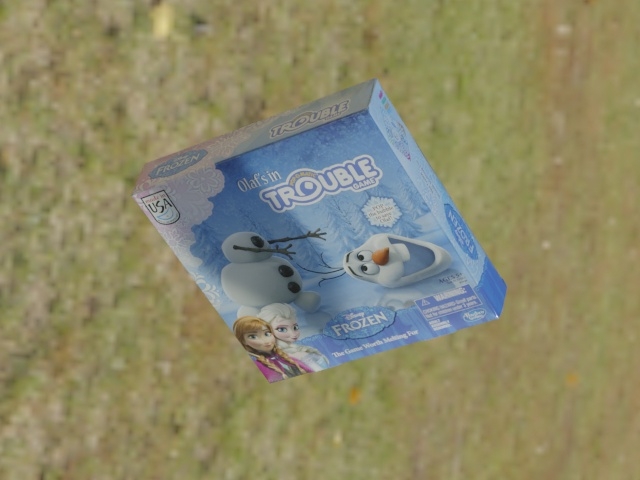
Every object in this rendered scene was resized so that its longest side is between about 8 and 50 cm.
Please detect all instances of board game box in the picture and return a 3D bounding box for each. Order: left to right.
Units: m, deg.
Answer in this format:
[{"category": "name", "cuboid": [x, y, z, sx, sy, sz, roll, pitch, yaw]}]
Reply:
[{"category": "board game box", "cuboid": [0.000, 0.000, 0.603, 0.090, 0.090, 0.020, 56, 31, -27]}]
